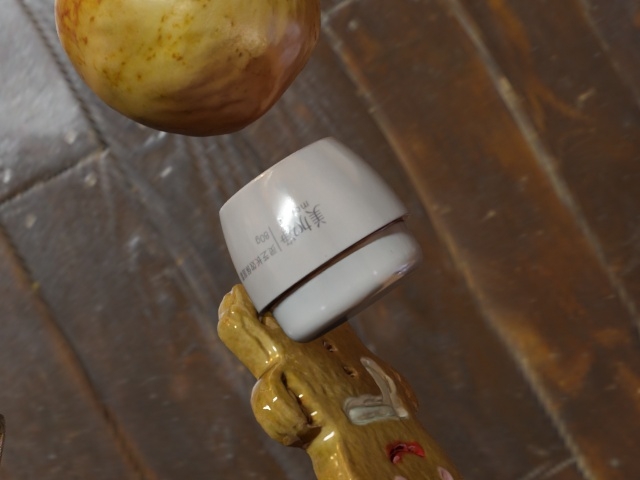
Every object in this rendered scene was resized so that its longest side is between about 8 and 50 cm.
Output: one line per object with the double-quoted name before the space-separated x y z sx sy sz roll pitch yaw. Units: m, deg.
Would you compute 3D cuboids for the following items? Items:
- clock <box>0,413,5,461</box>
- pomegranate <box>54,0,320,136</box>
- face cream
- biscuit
"clock" -0.174 0.137 0.616 0.071 0.192 0.147 10 93 3
"pomegranate" -0.119 -0.211 1.617 0.248 0.248 0.248 2 82 -15
"face cream" 0.000 0.000 1.129 0.117 0.117 0.104 -31 84 -17
"biscuit" 0.029 0.127 1.187 0.035 0.184 0.249 -43 67 23
